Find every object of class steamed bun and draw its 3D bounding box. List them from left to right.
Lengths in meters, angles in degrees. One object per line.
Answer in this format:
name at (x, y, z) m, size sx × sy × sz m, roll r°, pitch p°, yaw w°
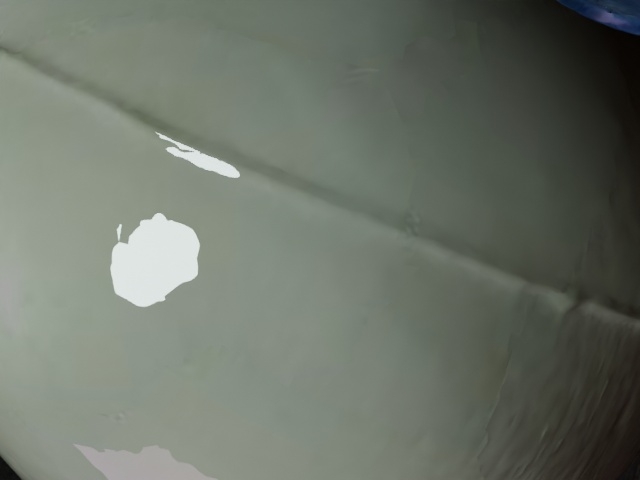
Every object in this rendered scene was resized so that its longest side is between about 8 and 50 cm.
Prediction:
steamed bun at (0.002, -0.006, 0.544) m, size 0.334 × 0.334 × 0.374 m, roll 21°, pitch -179°, yaw 26°

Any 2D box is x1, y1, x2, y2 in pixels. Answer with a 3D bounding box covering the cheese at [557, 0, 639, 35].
cheese at (-0.015, -0.096, 0.229) m, size 0.320 × 0.083 × 0.204 m, roll 17°, pitch -177°, yaw -35°
